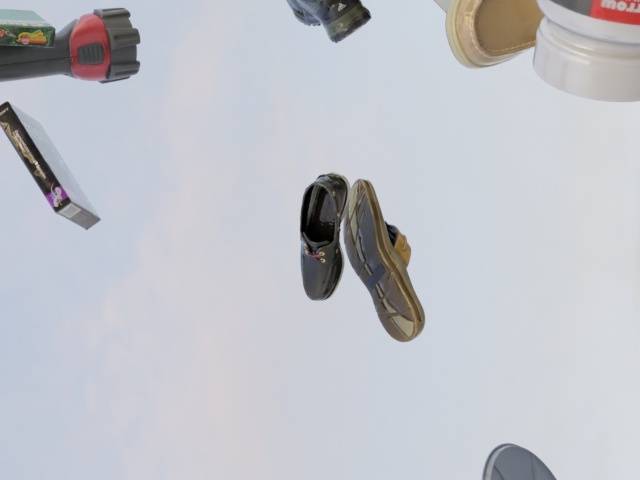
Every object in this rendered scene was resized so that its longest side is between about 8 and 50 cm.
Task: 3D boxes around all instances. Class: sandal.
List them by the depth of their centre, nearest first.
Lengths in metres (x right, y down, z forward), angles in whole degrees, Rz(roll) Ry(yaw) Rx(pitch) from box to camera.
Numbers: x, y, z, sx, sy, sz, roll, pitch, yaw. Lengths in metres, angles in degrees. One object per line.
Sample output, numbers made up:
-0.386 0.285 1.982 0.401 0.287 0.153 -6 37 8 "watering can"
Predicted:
0.071 0.020 1.422 0.049 0.072 0.180 -8 -117 -32 "sandal"

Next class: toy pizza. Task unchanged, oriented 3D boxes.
0.220 0.313 1.468 0.201 0.032 0.201 37 -141 -37 "toy pizza"

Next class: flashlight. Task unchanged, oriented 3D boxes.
-0.393 -0.245 1.834 0.304 0.103 0.103 -11 -116 -27 "flashlight"

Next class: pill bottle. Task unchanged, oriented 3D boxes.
0.294 -0.286 1.329 0.161 0.161 0.283 -51 -28 -55 "pill bottle"

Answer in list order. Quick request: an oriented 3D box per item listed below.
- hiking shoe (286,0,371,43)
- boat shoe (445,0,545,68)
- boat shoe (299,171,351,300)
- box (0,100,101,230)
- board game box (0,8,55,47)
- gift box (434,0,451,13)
-0.004 -0.344 1.847 0.114 0.086 0.227 58 174 -28 "hiking shoe"
0.287 -0.303 1.581 0.341 0.110 0.122 -36 -65 -23 "boat shoe"
-0.002 0.000 1.359 0.042 0.048 0.133 -27 -50 -56 "boat shoe"
-0.346 -0.094 1.762 0.162 0.029 0.116 54 -178 14 "box"
-0.465 -0.264 1.694 0.259 0.136 0.030 -1 -74 -23 "board game box"
0.233 -0.462 1.878 0.255 0.258 0.276 39 -129 -51 "gift box"
